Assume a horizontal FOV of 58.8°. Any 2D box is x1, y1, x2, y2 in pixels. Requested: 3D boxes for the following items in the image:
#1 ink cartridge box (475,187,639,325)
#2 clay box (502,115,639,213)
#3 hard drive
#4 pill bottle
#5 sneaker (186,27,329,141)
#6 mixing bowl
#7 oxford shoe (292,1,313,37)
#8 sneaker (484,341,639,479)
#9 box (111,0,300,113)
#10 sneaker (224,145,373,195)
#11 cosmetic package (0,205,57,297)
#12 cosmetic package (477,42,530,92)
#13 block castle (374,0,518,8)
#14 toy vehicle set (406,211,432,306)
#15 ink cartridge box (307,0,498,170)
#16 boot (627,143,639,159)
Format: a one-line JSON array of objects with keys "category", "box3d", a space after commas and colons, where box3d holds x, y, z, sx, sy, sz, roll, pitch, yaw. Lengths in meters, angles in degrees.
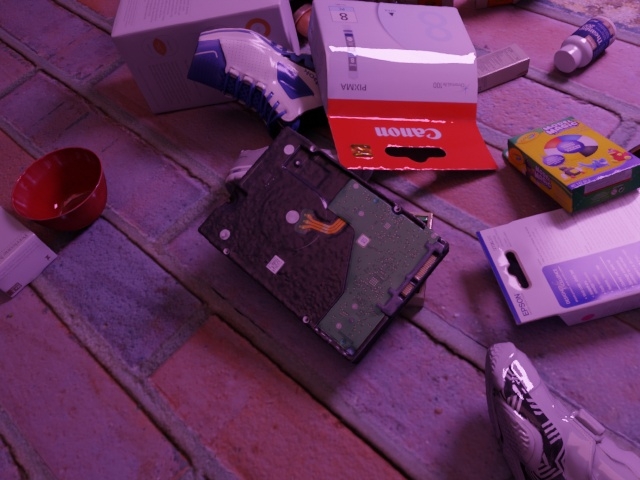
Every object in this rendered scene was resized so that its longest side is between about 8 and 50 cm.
[{"category": "ink cartridge box", "box3d": [0.445, 0.020, 0.872, 0.371, 0.069, 0.175, -14, 54, 0]}, {"category": "clay box", "box3d": [0.414, -0.140, 0.961, 0.128, 0.053, 0.222, -20, 38, -4]}, {"category": "hard drive", "box3d": [0.000, 0.000, 0.909, 0.339, 0.064, 0.236, 37, 85, 20]}, {"category": "pill bottle", "box3d": [0.523, -0.387, 1.128, 0.120, 0.067, 0.067, -39, 58, -15]}, {"category": "sneaker", "box3d": [-0.102, -0.291, 1.121, 0.316, 0.127, 0.182, 9, 63, -16]}, {"category": "mixing bowl", "box3d": [-0.494, -0.086, 1.120, 0.182, 0.098, 0.181, -6, 56, 8]}, {"category": "oxford shoe", "box3d": [0.018, -0.547, 1.355, 0.076, 0.076, 0.212, 43, 67, 0]}, {"category": "sneaker", "box3d": [0.350, 0.274, 0.682, 0.210, 0.137, 0.365, -18, 60, -1]}, {"category": "box", "box3d": [-0.231, -0.432, 1.227, 0.346, 0.215, 0.168, -8, 55, 6]}, {"category": "sneaker", "box3d": [-0.041, -0.150, 1.064, 0.282, 0.105, 0.115, -2, 56, 11]}, {"category": "cosmetic package", "box3d": [-0.636, -0.002, 1.103, 0.231, 0.085, 0.117, 28, 67, 28]}, {"category": "cosmetic package", "box3d": [0.358, -0.351, 1.155, 0.115, 0.041, 0.060, -20, 54, -2]}, {"category": "block castle", "box3d": [0.314, -0.702, 1.251, 0.454, 0.213, 0.302, -1, 73, 11]}, {"category": "toy vehicle set", "box3d": [0.050, 0.022, 0.970, 0.267, 0.035, 0.165, 3, 57, 14]}, {"category": "ink cartridge box", "box3d": [0.155, -0.301, 1.070, 0.309, 0.091, 0.384, -1, 55, -14]}, {"category": "boot", "box3d": [0.612, -0.180, 0.983, 0.219, 0.082, 0.106, -18, 33, 5]}]
